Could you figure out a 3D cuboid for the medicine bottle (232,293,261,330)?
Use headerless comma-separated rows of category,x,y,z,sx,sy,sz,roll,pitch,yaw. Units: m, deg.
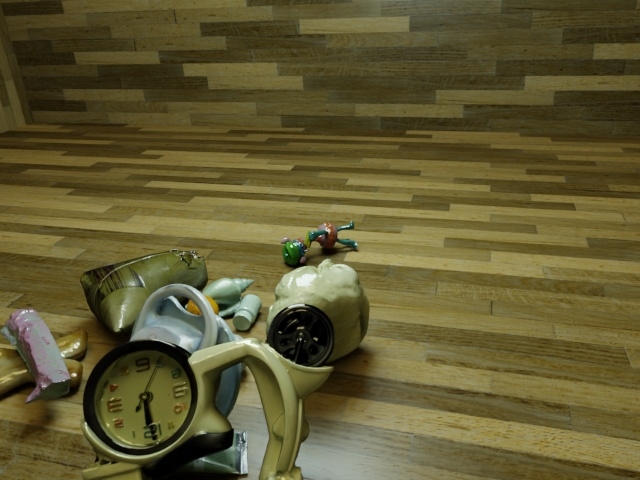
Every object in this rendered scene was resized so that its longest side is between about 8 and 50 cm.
medicine bottle,-0.162,0.158,1.207,0.047,0.047,0.083,3,28,11

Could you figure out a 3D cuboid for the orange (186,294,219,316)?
orange,-0.254,0.158,1.177,0.070,0.083,0.083,8,24,-14

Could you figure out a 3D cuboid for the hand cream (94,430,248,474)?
hand cream,-0.233,0.335,0.859,0.235,0.055,0.086,1,28,-9

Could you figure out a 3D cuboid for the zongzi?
zongzi,-0.343,0.114,1.175,0.274,0.145,0.300,-18,18,-29

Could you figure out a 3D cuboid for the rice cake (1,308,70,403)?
rice cake,-0.546,0.209,1.038,0.081,0.051,0.290,-19,32,-31

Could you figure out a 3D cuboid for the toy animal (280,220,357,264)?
toy animal,0.000,0.000,1.454,0.208,0.103,0.100,-11,70,-22

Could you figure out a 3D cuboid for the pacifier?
pacifier,-0.218,0.200,0.989,0.287,0.238,0.226,11,0,34

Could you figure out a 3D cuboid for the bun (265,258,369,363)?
bun,-0.009,0.132,1.042,0.229,0.229,0.145,-14,50,-20

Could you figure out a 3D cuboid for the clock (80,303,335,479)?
clock,-0.150,0.254,0.804,0.379,0.276,0.120,-9,-12,-4

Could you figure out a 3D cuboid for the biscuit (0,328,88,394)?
biscuit,-0.569,0.248,1.070,0.208,0.047,0.164,-8,30,-12

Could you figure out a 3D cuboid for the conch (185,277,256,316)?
conch,-0.222,0.134,1.262,0.180,0.088,0.065,-27,-9,-27
